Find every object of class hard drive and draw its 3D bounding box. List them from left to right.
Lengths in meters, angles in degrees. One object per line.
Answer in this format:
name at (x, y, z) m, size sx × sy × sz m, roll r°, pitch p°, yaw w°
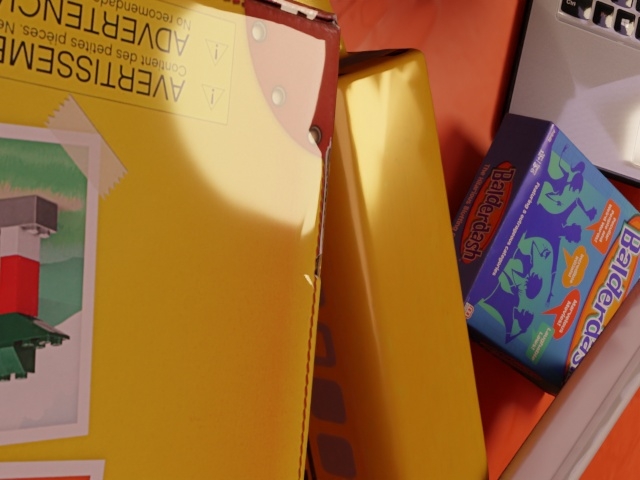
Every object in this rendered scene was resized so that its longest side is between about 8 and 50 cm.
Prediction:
hard drive at (0.129, 0.175, 0.760) m, size 0.307 × 0.040 × 0.203 m, roll -50°, pitch 165°, yaw -22°

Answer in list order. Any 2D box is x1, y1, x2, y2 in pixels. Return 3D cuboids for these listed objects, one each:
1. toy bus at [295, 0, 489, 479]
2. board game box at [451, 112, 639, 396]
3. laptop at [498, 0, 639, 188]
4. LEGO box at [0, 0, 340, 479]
toy bus at (0.000, 0.000, 0.652) m, size 0.108 × 0.130 × 0.332 m, roll -26°, pitch 112°, yaw -44°
board game box at (0.178, 0.022, 0.892) m, size 0.210 × 0.047 × 0.160 m, roll 34°, pitch 80°, yaw -44°
laptop at (0.391, -0.230, 0.873) m, size 0.382 × 0.236 × 0.407 m, roll 16°, pitch 80°, yaw -15°
LEGO box at (-0.236, 0.067, 0.349) m, size 0.500 × 0.193 × 0.372 m, roll 7°, pitch 87°, yaw -47°
